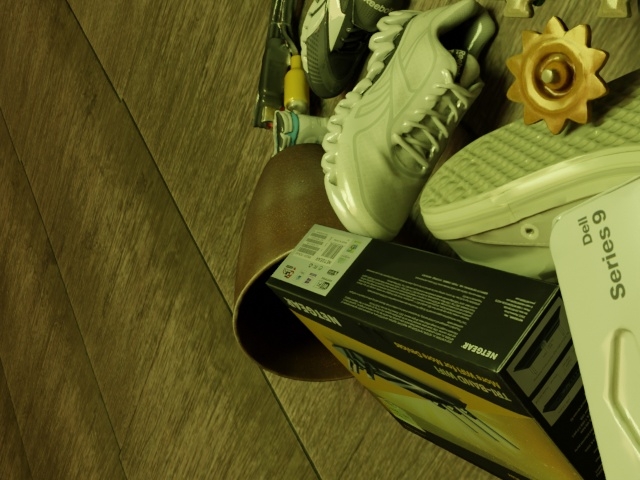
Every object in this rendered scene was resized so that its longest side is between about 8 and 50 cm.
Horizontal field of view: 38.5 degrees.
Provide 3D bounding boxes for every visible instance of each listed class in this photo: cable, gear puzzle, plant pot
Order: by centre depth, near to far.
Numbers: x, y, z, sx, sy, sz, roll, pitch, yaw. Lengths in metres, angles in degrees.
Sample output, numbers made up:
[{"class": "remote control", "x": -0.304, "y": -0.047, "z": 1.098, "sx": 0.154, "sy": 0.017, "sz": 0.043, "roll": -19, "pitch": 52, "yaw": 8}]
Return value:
[{"class": "gear puzzle", "x": 0.197, "y": -0.245, "z": 0.661, "sx": 0.175, "sy": 0.044, "sz": 0.339, "roll": 13, "pitch": 105, "yaw": 44}, {"class": "plant pot", "x": 0.000, "y": 0.000, "z": 1.023, "sx": 0.230, "sy": 0.215, "sz": 0.215, "roll": -103, "pitch": 33, "yaw": -47}, {"class": "cable", "x": -0.041, "y": -0.260, "z": 1.231, "sx": 0.139, "sy": 0.072, "sz": 0.287, "roll": 144, "pitch": 135, "yaw": -70}]

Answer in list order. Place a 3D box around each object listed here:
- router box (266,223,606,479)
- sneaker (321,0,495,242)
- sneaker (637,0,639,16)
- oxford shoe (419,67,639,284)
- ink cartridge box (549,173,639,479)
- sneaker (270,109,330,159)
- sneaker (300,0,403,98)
[{"class": "router box", "x": 0.121, "y": 0.112, "z": 0.778, "sx": 0.081, "sy": 0.243, "sz": 0.309, "roll": -50, "pitch": 30, "yaw": -15}, {"class": "sneaker", "x": 0.089, "y": -0.125, "z": 0.883, "sx": 0.118, "sy": 0.110, "sz": 0.292, "roll": -10, "pitch": 50, "yaw": 42}, {"class": "sneaker", "x": 0.243, "y": -0.243, "z": 0.707, "sx": 0.321, "sy": 0.124, "sz": 0.180, "roll": 12, "pitch": 98, "yaw": 56}, {"class": "oxford shoe", "x": 0.270, "y": -0.053, "z": 0.670, "sx": 0.449, "sy": 0.169, "sz": 0.130, "roll": -18, "pitch": 117, "yaw": 47}, {"class": "ink cartridge box", "x": 0.282, "y": 0.069, "z": 0.483, "sx": 0.121, "sy": 0.289, "sz": 0.211, "roll": -34, "pitch": 61, "yaw": 51}, {"class": "sneaker", "x": -0.021, "y": -0.095, "z": 1.157, "sx": 0.191, "sy": 0.082, "sz": 0.071, "roll": 106, "pitch": 157, "yaw": -63}, {"class": "sneaker", "x": 0.043, "y": -0.268, "z": 1.056, "sx": 0.106, "sy": 0.078, "sz": 0.234, "roll": 45, "pitch": 123, "yaw": 51}]
